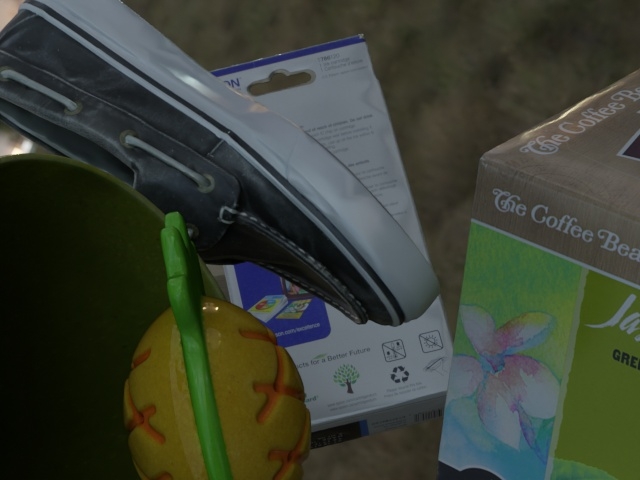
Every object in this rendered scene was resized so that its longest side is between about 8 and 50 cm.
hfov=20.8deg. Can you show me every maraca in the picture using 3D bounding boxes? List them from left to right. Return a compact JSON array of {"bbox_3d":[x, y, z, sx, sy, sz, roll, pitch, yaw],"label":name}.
[{"bbox_3d":[-0.060,0.077,0.942,0.127,0.099,0.185,-114,12,-78],"label":"maraca"}]

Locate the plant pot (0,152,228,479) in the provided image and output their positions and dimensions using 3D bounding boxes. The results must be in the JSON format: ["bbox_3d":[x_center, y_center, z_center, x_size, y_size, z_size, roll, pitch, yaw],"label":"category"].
[{"bbox_3d":[-0.229,0.129,1.015,0.293,0.275,0.275,-24,36,34],"label":"plant pot"}]

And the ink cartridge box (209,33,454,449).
[{"bbox_3d":[0.000,0.000,1.424,0.065,0.165,0.332,76,-179,-66],"label":"ink cartridge box"}]

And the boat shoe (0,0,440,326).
[{"bbox_3d":[-0.081,-0.034,1.108,0.119,0.335,0.121,-50,-17,-14],"label":"boat shoe"}]

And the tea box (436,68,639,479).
[{"bbox_3d":[0.254,0.070,1.107,0.329,0.220,0.323,-29,-48,-46],"label":"tea box"}]

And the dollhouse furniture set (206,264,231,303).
[{"bbox_3d":[-0.116,0.148,1.622,0.212,0.161,0.242,109,159,-68],"label":"dollhouse furniture set"}]
